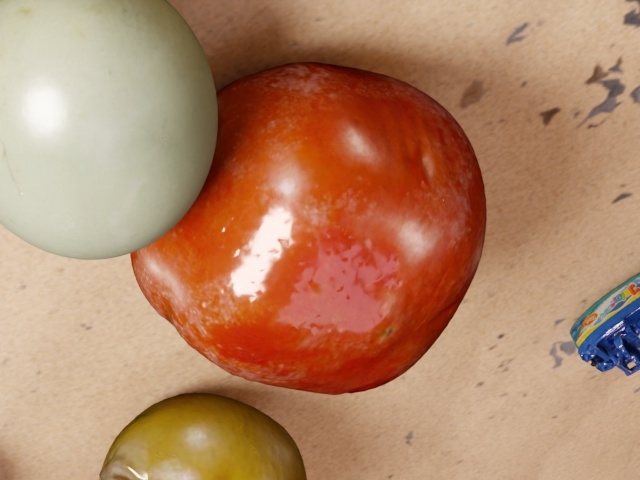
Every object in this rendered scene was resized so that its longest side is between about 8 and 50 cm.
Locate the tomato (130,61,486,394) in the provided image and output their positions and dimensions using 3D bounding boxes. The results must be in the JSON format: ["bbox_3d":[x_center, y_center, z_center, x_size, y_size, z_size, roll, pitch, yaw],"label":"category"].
[{"bbox_3d":[0.003,-0.003,1.120,0.232,0.189,0.232,-19,146,-13],"label":"tomato"}]

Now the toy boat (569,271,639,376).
[{"bbox_3d":[0.306,0.073,1.475,0.175,0.110,0.091,-38,144,16],"label":"toy boat"}]

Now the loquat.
[{"bbox_3d":[-0.094,0.189,1.350,0.152,0.152,0.195,-40,155,21],"label":"loquat"}]

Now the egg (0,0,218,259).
[{"bbox_3d":[-0.132,-0.069,0.982,0.149,0.149,0.192,-18,152,-10],"label":"egg"}]
